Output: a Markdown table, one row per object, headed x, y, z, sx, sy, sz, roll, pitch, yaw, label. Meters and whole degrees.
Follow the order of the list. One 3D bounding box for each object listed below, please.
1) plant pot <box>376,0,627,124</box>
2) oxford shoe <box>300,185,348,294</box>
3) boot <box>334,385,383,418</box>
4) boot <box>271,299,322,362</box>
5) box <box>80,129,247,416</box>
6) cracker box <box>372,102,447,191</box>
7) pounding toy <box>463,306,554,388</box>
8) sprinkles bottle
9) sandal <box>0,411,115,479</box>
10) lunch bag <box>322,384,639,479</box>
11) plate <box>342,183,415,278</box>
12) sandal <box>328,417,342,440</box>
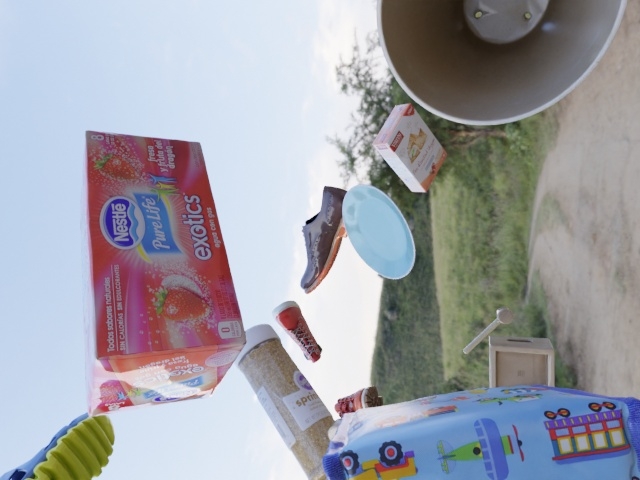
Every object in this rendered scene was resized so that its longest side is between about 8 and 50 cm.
| x | y | z | sx | sy | sz | roll | pitch | yaw | label |
| --- | --- | --- | --- | --- | --- | --- | --- | --- | --- |
| 0.234 | -0.312 | 0.613 | 0.274 | 0.256 | 0.256 | -50 | -38 | -55 | plant pot |
| 0.000 | 0.000 | 1.030 | 0.097 | 0.098 | 0.271 | -64 | -1 | -64 | oxford shoe |
| 0.061 | 0.284 | 0.787 | 0.158 | 0.084 | 0.059 | 69 | -160 | -60 | boot |
| -0.063 | 0.298 | 1.480 | 0.088 | 0.176 | 0.244 | -33 | -30 | -2 | boot |
| -0.204 | 0.029 | 0.556 | 0.154 | 0.142 | 0.300 | -57 | 43 | 44 | box |
| 0.277 | -0.278 | 1.419 | 0.232 | 0.067 | 0.156 | 41 | -108 | -33 | cracker box |
| 0.412 | 0.244 | 1.031 | 0.094 | 0.181 | 0.206 | -13 | -78 | -70 | pounding toy |
| -0.070 | 0.354 | 1.035 | 0.121 | 0.355 | 0.121 | -30 | -30 | -19 | sprinkles bottle |
| -0.502 | 0.420 | 0.818 | 0.317 | 0.138 | 0.126 | -46 | -51 | -61 | sandal |
| 0.132 | 0.198 | 0.453 | 0.293 | 0.221 | 0.138 | 31 | -133 | -84 | lunch bag |
| 0.108 | -0.018 | 0.850 | 0.024 | 0.188 | 0.188 | -29 | -50 | -28 | plate |
| 0.107 | 0.366 | 0.730 | 0.079 | 0.240 | 0.088 | -40 | -45 | -48 | sandal |
